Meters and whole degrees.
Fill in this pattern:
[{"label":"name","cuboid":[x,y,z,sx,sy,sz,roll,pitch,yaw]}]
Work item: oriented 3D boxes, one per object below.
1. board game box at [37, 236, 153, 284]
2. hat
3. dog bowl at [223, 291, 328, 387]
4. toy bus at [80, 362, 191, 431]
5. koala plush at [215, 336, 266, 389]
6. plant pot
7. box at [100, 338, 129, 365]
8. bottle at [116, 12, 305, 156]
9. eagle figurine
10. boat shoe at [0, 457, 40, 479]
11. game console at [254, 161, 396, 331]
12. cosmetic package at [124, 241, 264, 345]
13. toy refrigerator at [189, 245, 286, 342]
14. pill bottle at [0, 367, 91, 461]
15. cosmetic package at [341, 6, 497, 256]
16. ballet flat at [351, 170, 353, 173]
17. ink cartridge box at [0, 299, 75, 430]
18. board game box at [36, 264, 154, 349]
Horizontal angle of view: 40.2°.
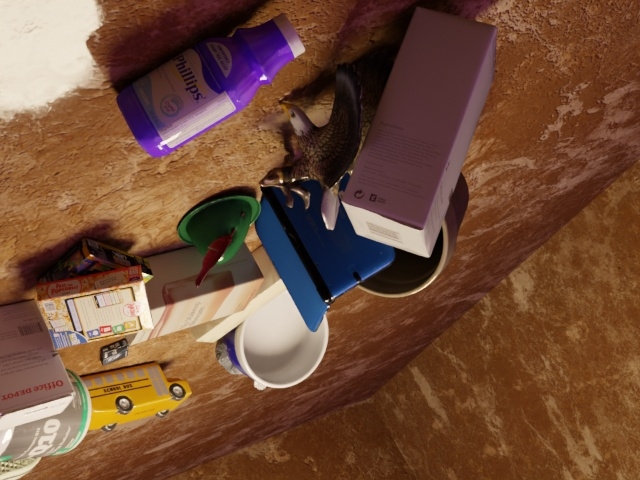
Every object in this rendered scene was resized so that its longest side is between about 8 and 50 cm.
[{"label":"board game box","cuboid":[-0.435,0.072,1.698,0.141,0.048,0.170,-39,146,18]},{"label":"hat","cuboid":[-0.187,0.031,1.775,0.208,0.183,0.173,-16,153,-21]},{"label":"dog bowl","cuboid":[-0.115,0.243,2.276,0.265,0.265,0.104,-19,-164,-30]},{"label":"toy bus","cuboid":[-0.508,0.412,2.319,0.333,0.130,0.108,-5,147,-50]},{"label":"koala plush","cuboid":[-0.188,0.318,2.491,0.203,0.196,0.221,-17,159,-3]},{"label":"plant pot","cuboid":[0.197,-0.072,1.976,0.280,0.323,0.323,-33,169,-50]},{"label":"box","cuboid":[-0.509,0.276,2.161,0.067,0.018,0.083,-21,158,-26]},{"label":"bottle","cuboid":[-0.159,-0.238,1.301,0.283,0.118,0.092,-30,159,1]},{"label":"eagle figurine","cuboid":[0.023,-0.188,1.584,0.298,0.226,0.225,-35,140,26]},{"label":"boat shoe","cuboid":[-0.788,0.512,1.957,0.156,0.187,0.500,-32,-173,19]},{"label":"game console","cuboid":[0.000,0.000,1.826,0.250,0.293,0.173,-32,160,5]},{"label":"cosmetic package","cuboid":[-0.291,0.105,1.903,0.296,0.129,0.153,-15,154,-35]},{"label":"toy refrigerator","cuboid":[-0.202,0.134,2.138,0.269,0.102,0.094,-37,159,15]},{"label":"pill bottle","cuboid":[-0.683,0.372,1.880,0.204,0.204,0.361,-37,159,17]},{"label":"cosmetic package","cuboid":[0.183,-0.188,1.557,0.217,0.156,0.385,53,58,-73]},{"label":"ballet flat","cuboid":[0.088,-0.142,1.773,0.073,0.067,0.206,-38,144,-35]},{"label":"ink cartridge box","cuboid":[-0.590,0.240,1.676,0.158,0.218,0.092,-11,152,-42]},{"label":"board game box","cuboid":[-0.425,0.129,1.668,0.193,0.045,0.147,-10,136,-10]}]
